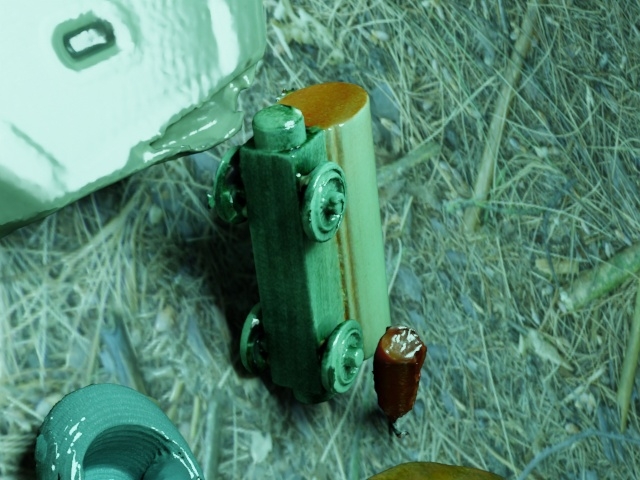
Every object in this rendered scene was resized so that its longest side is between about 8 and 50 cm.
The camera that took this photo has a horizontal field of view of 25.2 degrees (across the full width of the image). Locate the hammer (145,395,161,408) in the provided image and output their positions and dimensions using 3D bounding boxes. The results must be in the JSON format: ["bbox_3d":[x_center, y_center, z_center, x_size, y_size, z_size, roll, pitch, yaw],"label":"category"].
[{"bbox_3d":[-0.118,0.177,1.161,0.110,0.019,0.035,54,41,-19],"label":"hammer"}]

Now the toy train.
[{"bbox_3d":[0.000,0.000,1.238,0.177,0.116,0.286,-46,137,-48],"label":"toy train"}]

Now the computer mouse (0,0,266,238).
[{"bbox_3d":[-0.222,-0.135,1.123,0.429,0.145,0.228,-31,101,-38],"label":"computer mouse"}]

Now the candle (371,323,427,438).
[{"bbox_3d":[0.074,0.132,1.301,0.053,0.162,0.048,-33,63,-17],"label":"candle"}]

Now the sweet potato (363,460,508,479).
[{"bbox_3d":[0.136,0.265,1.315,0.359,0.112,0.112,19,57,-36],"label":"sweet potato"}]

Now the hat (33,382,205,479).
[{"bbox_3d":[-0.145,0.202,1.075,0.138,0.078,0.191,-6,56,-48],"label":"hat"}]
